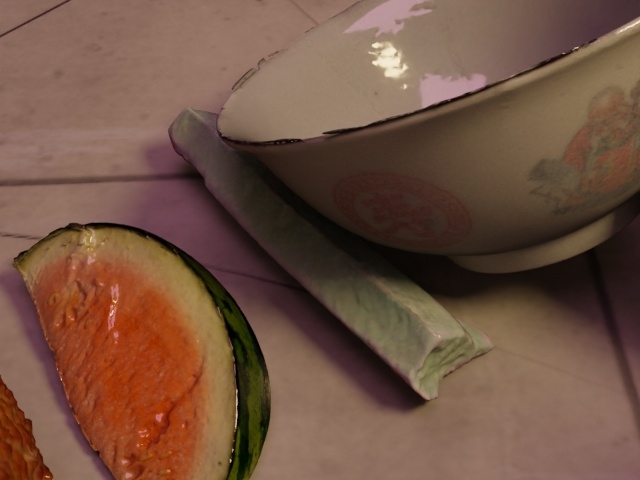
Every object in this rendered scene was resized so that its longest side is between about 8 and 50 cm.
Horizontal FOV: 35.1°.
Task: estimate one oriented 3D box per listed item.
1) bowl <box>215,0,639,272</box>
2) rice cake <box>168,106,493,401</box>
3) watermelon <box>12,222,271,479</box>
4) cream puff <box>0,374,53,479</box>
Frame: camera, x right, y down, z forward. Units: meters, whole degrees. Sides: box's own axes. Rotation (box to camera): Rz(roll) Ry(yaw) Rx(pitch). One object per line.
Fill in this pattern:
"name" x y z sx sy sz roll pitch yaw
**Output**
"bowl" 0.119 -0.081 0.645 0.346 0.157 0.345 -22 22 10
"rice cake" -0.003 -0.001 0.685 0.081 0.051 0.290 -1 35 -49
"watermelon" -0.103 0.068 0.617 0.119 0.063 0.245 -37 59 -7
"cream puff" -0.298 0.121 0.453 0.351 0.228 0.350 -1 44 1
